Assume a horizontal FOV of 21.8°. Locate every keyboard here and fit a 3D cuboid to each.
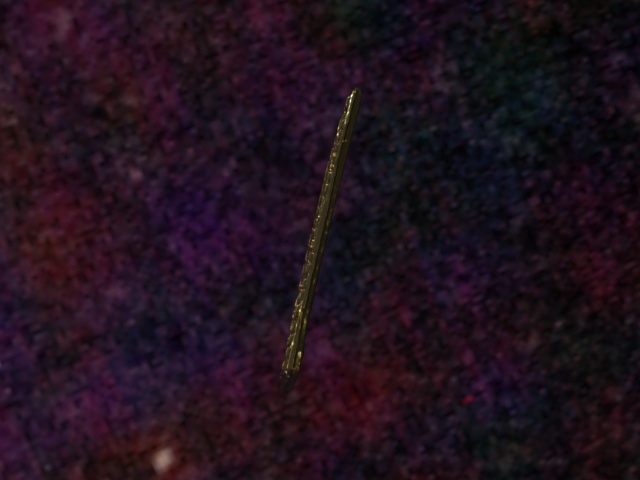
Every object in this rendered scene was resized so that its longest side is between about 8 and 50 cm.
[{"bbox_3d":[0.000,0.000,0.848,0.053,0.010,0.155,109,174,-73],"label":"keyboard"}]
